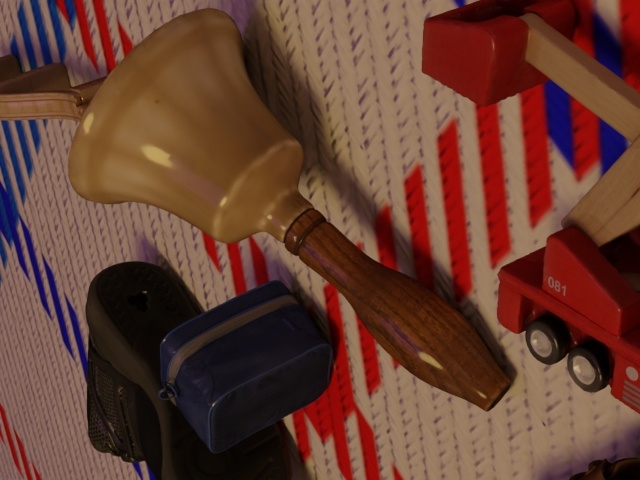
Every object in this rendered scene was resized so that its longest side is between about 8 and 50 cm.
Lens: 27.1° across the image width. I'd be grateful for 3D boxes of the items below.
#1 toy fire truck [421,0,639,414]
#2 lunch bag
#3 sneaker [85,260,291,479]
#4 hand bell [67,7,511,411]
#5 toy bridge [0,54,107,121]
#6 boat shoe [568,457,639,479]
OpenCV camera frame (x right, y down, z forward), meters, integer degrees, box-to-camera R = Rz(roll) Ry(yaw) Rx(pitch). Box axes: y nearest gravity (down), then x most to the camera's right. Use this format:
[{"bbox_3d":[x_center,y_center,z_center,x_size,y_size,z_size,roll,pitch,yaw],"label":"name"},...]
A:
[{"bbox_3d":[0.117,-0.007,0.510,0.192,0.047,0.135,34,136,42],"label":"toy fire truck"},{"bbox_3d":[-0.049,0.072,0.778,0.065,0.098,0.067,51,152,29],"label":"lunch bag"},{"bbox_3d":[-0.095,0.135,0.912,0.227,0.087,0.130,53,150,27],"label":"sneaker"},{"bbox_3d":[0.000,0.000,0.677,0.242,0.126,0.126,39,142,17],"label":"hand bell"},{"bbox_3d":[-0.209,-0.105,0.941,0.188,0.063,0.026,19,126,52],"label":"toy bridge"},{"bbox_3d":[0.134,0.125,0.574,0.178,0.064,0.060,-22,61,60],"label":"boat shoe"}]
